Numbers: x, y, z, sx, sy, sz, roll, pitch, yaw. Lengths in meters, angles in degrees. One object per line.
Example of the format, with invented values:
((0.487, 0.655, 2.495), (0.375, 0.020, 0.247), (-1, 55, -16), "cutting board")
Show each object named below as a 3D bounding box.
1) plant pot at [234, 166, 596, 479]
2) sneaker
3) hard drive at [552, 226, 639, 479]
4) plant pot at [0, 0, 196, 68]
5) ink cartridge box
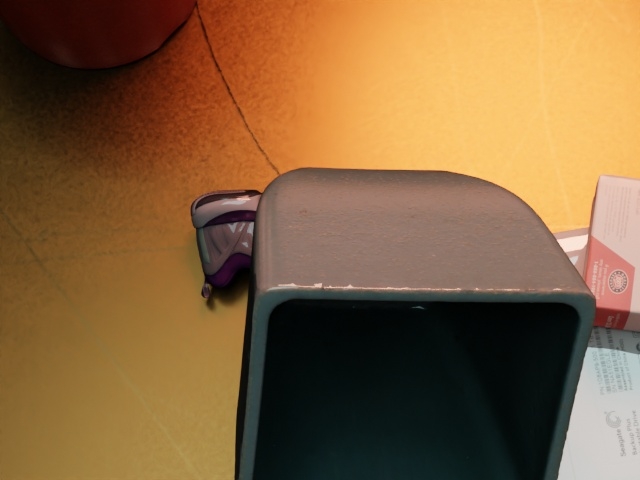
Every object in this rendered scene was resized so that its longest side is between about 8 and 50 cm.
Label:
((0.053, 0.066, 1.385), (0.247, 0.248, 0.252), (1, 34, -8), "plant pot")
((0.000, 0.000, 1.532), (0.224, 0.083, 0.098), (-3, 95, 4), "sneaker")
((0.333, 0.087, 1.455), (0.353, 0.047, 0.233), (-10, 73, 0), "hard drive")
((-0.218, -0.294, 1.536), (0.272, 0.265, 0.272), (-1, 70, 4), "plant pot")
((0.316, 0.021, 1.416), (0.198, 0.067, 0.115), (8, 74, 7), "ink cartridge box")
